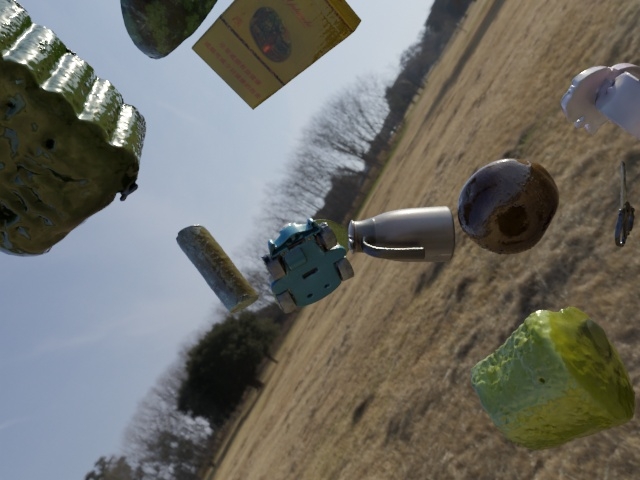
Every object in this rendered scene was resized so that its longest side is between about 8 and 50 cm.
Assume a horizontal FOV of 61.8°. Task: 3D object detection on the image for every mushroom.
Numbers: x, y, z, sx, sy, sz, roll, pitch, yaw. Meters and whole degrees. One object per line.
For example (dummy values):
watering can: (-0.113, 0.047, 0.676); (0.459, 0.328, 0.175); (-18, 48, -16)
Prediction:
mushroom: (0.231, -0.042, 0.668); (0.127, 0.127, 0.087); (-60, 1, 30)

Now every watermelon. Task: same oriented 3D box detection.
watermelon: (-0.252, -0.417, 0.966); (0.202, 0.136, 0.207); (-52, -3, -41)

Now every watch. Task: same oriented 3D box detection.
watch: (0.751, -0.316, 1.319); (0.196, 0.244, 0.231); (-56, 38, 31)

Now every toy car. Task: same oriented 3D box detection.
toy car: (-0.035, 0.021, 0.793); (0.126, 0.098, 0.161); (-31, -44, -6)

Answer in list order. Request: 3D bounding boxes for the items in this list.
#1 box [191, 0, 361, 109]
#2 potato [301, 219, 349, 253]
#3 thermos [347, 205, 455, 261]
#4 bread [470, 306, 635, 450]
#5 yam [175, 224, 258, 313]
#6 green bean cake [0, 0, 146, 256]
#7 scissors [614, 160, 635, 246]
box: (-0.046, -0.187, 0.486); (0.155, 0.087, 0.023); (-21, 31, 46)
potato: (0.000, 0.000, 1.366); (0.081, 0.149, 0.120); (-33, 17, 49)
thermos: (0.146, -0.004, 0.994); (0.137, 0.193, 0.105); (-95, 5, -64)
bread: (0.221, 0.130, 0.500); (0.114, 0.129, 0.111); (-46, 47, 35)
yam: (-0.272, 0.071, 1.400); (0.093, 0.259, 0.093); (-38, -7, -6)
green bean cake: (-0.374, -0.118, 0.644); (0.250, 0.247, 0.156); (-33, 36, 17)
scissors: (0.774, -0.097, 1.362); (0.109, 0.022, 0.300); (-54, -42, -19)
